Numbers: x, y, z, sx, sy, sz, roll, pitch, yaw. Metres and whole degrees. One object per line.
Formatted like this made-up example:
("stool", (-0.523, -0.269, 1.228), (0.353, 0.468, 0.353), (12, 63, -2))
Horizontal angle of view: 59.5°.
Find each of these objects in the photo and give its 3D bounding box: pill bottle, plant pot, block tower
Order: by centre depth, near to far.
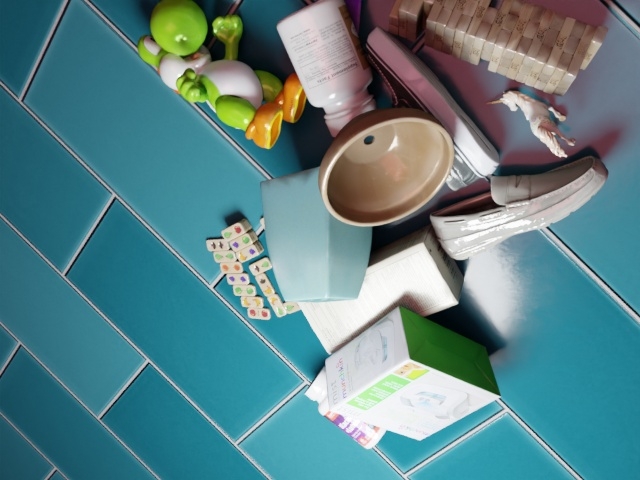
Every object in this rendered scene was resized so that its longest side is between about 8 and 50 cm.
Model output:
("block tower", (0.284, -0.348, 0.932), (0.335, 0.091, 0.097), (23, 86, 11))
("plant pot", (0.100, -0.143, 0.966), (0.237, 0.237, 0.110), (-49, 44, 28))
("pill bottle", (0.023, -0.317, 1.034), (0.131, 0.131, 0.229), (-16, 110, 25))
("plant pot", (0.000, 0.000, 1.081), (0.165, 0.165, 0.235), (-10, 78, 36))
("pill bottle", (0.063, 0.381, 1.297), (0.193, 0.108, 0.108), (36, 118, 5))

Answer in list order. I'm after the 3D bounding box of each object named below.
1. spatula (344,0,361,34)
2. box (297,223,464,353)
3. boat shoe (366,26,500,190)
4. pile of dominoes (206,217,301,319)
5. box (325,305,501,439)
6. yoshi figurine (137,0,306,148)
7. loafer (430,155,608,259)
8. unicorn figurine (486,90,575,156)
("spatula", (0.056, -0.517, 1.007), (0.084, 0.030, 0.297), (20, 115, 16))
("box", (0.122, 0.104, 1.163), (0.311, 0.121, 0.148), (-26, 99, 27))
("boat shoe", (0.179, -0.228, 1.017), (0.119, 0.121, 0.335), (-38, 93, 28))
("pile of dominoes", (-0.148, 0.076, 1.302), (0.195, 0.040, 0.251), (-25, 99, 27))
("box", (0.180, 0.276, 1.134), (0.261, 0.127, 0.231), (27, 127, -29))
("yoshi figurine", (-0.207, -0.349, 1.093), (0.362, 0.203, 0.203), (31, 101, 10))
("loafer", (0.349, -0.071, 1.017), (0.319, 0.112, 0.111), (-29, 106, 28))
("unicorn figurine", (0.374, -0.211, 0.966), (0.111, 0.162, 0.060), (25, 114, -20))
